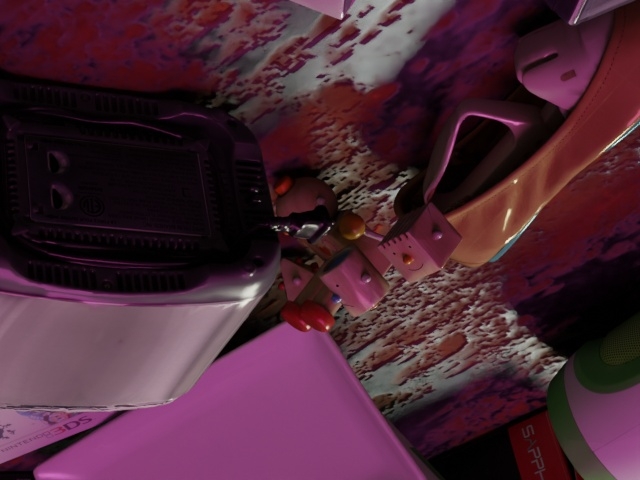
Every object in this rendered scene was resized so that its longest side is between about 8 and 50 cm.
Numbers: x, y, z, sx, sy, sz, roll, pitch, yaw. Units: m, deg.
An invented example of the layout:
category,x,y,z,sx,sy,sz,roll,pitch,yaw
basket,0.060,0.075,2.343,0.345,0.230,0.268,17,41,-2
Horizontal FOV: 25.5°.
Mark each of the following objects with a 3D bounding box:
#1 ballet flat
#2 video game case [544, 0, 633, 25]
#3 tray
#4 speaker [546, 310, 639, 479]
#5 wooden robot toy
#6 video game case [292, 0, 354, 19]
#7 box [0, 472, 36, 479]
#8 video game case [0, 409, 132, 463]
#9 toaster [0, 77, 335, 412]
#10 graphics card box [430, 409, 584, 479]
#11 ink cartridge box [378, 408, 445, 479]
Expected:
category,x,y,z,sx,sy,sz,roll,pitch,yaw
ballet flat,0.117,-0.066,0.752,0.073,0.080,0.232,23,131,-18
video game case,0.204,-0.217,0.551,0.196,0.026,0.274,-25,151,-31
tray,-0.061,0.155,0.936,0.270,0.145,0.030,-31,-176,31
speaker,0.295,0.062,0.933,0.131,0.131,0.296,23,131,-39
wooden robot toy,0.000,0.000,0.798,0.079,0.076,0.173,49,158,-13
video game case,-0.070,-0.197,0.449,0.210,0.041,0.232,23,146,11
box,-0.274,0.253,1.066,0.270,0.060,0.216,2,140,-20
video game case,-0.208,0.092,0.906,0.143,0.019,0.157,-22,142,12
toaster,-0.123,0.009,0.734,0.227,0.129,0.146,4,144,-25
graphics card box,0.091,0.288,1.198,0.371,0.094,0.233,-27,142,19
ink cartridge box,-0.006,0.221,1.018,0.087,0.153,0.208,-37,170,-50
